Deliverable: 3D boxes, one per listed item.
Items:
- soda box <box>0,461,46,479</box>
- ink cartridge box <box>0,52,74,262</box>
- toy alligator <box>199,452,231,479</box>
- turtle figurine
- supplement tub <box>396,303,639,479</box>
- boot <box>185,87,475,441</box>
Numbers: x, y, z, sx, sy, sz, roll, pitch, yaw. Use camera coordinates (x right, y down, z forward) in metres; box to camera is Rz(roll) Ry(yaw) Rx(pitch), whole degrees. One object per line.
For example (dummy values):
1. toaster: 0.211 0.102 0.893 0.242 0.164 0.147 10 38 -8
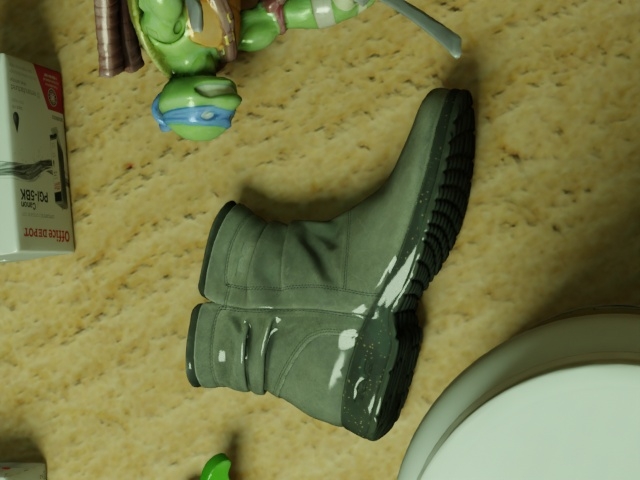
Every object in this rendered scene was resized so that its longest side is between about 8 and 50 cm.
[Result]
1. soda box: -0.236 0.268 0.916 0.073 0.069 0.216 -2 89 13
2. ink cartridge box: -0.218 -0.054 0.903 0.056 0.099 0.135 -5 88 12
3. toy alligator: -0.092 0.236 0.894 0.051 0.056 0.190 24 95 -28
4. turtle figurine: -0.042 -0.211 0.822 0.197 0.274 0.266 -6 82 -21
5. supplement tub: 0.161 0.150 0.698 0.228 0.316 0.228 0 88 13
6. boot: 0.000 0.000 0.865 0.161 0.083 0.247 18 91 19
